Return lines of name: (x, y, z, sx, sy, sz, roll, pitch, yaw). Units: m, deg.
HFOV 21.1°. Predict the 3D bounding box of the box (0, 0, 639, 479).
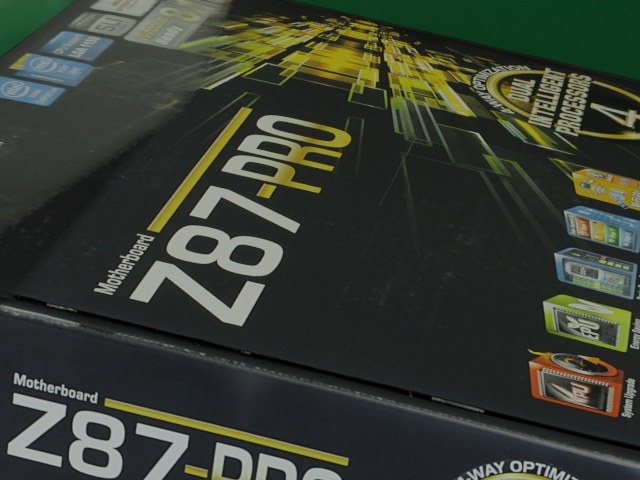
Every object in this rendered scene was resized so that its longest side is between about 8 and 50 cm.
box: (0.000, 0.000, 0.734, 0.318, 0.097, 0.395, 12, 25, 9)
